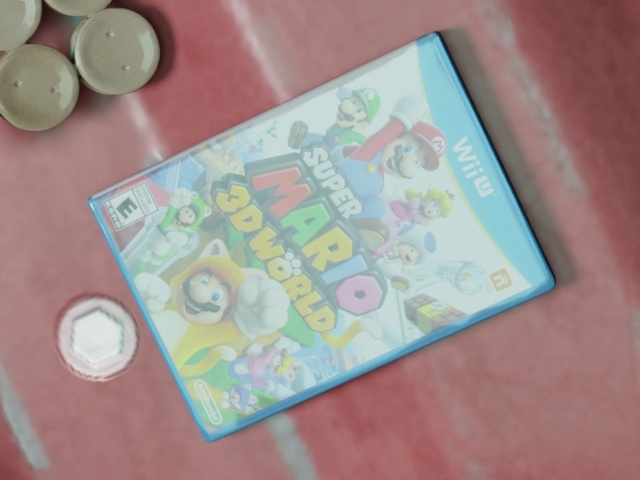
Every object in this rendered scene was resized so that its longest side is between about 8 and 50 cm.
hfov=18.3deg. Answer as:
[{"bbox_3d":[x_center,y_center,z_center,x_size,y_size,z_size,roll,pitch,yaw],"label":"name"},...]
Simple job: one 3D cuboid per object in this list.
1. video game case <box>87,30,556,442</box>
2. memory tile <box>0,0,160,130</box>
[{"bbox_3d":[0.000,0.000,0.841,0.166,0.015,0.119,-25,94,10],"label":"video game case"},{"bbox_3d":[-0.142,-0.113,0.818,0.113,0.012,0.148,-26,102,-12],"label":"memory tile"}]
